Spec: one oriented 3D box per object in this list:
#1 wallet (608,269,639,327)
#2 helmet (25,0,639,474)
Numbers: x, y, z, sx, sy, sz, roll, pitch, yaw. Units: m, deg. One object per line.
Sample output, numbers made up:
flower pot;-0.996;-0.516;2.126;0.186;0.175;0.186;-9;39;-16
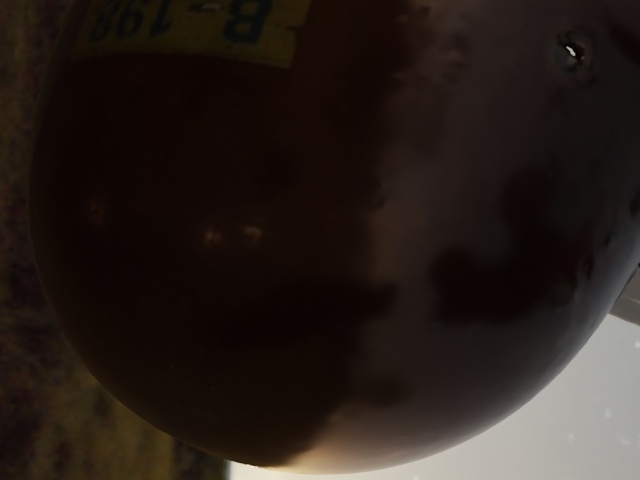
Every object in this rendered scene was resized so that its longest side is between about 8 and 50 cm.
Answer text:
wallet;0.287;-0.002;0.880;0.183;0.124;0.032;-55;-152;27
helmet;0.000;0.000;0.629;0.230;0.385;0.337;-63;143;-29
